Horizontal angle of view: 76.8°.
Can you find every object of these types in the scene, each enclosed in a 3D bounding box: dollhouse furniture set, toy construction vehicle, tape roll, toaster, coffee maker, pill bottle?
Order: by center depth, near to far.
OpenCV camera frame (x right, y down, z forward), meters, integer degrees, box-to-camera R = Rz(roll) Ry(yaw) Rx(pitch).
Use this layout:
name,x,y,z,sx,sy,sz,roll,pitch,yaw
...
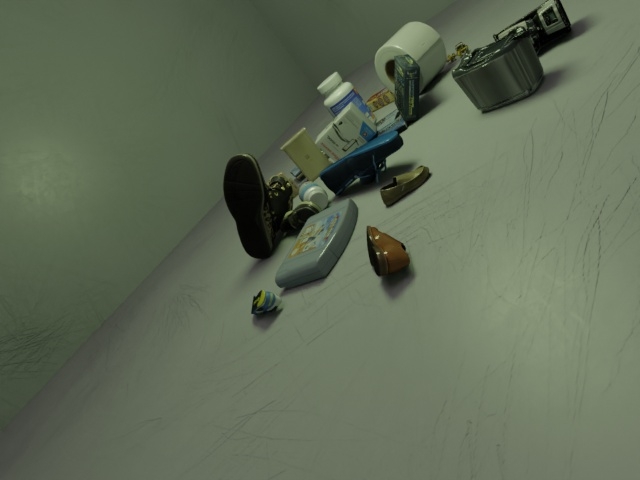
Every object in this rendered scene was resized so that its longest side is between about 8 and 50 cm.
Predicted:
name,x,y,z,sx,sy,sz,roll,pitch,yaw
toaster,0.474,-0.444,1.060,0.227,0.146,0.129,-8,40,55
coffee maker,0.617,-0.614,1.181,0.178,0.120,0.171,-23,27,38
pill bottle,-0.024,-0.155,1.433,0.087,0.087,0.160,-41,21,2
tape roll,0.369,-0.739,1.668,0.169,0.246,0.246,-47,22,-15
toy construction vehicle,0.580,-0.788,1.702,0.098,0.035,0.086,-27,37,39
pill bottle,0.113,-0.603,1.802,0.152,0.272,0.152,-35,23,17
dollhouse furniture set,-0.121,-0.370,1.859,0.286,0.198,0.303,-40,21,2

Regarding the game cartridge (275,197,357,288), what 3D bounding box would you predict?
name,x,y,z,sx,sy,sz,roll,pitch,yaw
game cartridge,0.000,0.000,1.149,0.198,0.062,0.297,-28,25,41

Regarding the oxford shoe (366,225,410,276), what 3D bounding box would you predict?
name,x,y,z,sx,sy,sz,roll,pitch,yaw
oxford shoe,0.142,0.019,0.877,0.076,0.076,0.212,-10,21,-1

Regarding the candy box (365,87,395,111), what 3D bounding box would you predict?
name,x,y,z,sx,sy,sz,roll,pitch,yaw
candy box,0.302,-0.688,1.946,0.187,0.053,0.109,-12,36,54

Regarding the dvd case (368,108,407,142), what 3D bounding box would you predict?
name,x,y,z,sx,sy,sz,roll,pitch,yaw
dvd case,0.264,-0.445,1.589,0.180,0.022,0.253,-29,25,31

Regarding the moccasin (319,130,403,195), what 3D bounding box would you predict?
name,x,y,z,sx,sy,sz,roll,pitch,yaw
moccasin,0.142,-0.237,1.285,0.138,0.117,0.342,-41,13,-33

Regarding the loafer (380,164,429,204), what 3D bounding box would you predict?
name,x,y,z,sx,sy,sz,roll,pitch,yaw
loafer,0.219,-0.152,1.066,0.148,0.050,0.056,-39,22,8

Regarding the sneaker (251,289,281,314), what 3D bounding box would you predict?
name,x,y,z,sx,sy,sz,roll,pitch,yaw
sneaker,-0.150,0.171,1.083,0.144,0.059,0.053,146,131,-62

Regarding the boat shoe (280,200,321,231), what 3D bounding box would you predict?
name,x,y,z,sx,sy,sz,roll,pitch,yaw
boat shoe,-0.072,-0.071,1.377,0.223,0.080,0.073,-18,39,59

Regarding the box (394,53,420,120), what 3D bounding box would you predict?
name,x,y,z,sx,sy,sz,roll,pitch,yaw
box,0.317,-0.568,1.491,0.059,0.183,0.232,-6,34,4

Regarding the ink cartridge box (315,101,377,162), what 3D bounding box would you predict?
name,x,y,z,sx,sy,sz,roll,pitch,yaw
ink cartridge box,0.101,-0.416,1.602,0.203,0.148,0.086,-40,21,32

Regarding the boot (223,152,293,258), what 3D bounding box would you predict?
name,x,y,z,sx,sy,sz,roll,pitch,yaw
boot,-0.203,-0.160,1.432,0.138,0.377,0.284,-1,31,18
